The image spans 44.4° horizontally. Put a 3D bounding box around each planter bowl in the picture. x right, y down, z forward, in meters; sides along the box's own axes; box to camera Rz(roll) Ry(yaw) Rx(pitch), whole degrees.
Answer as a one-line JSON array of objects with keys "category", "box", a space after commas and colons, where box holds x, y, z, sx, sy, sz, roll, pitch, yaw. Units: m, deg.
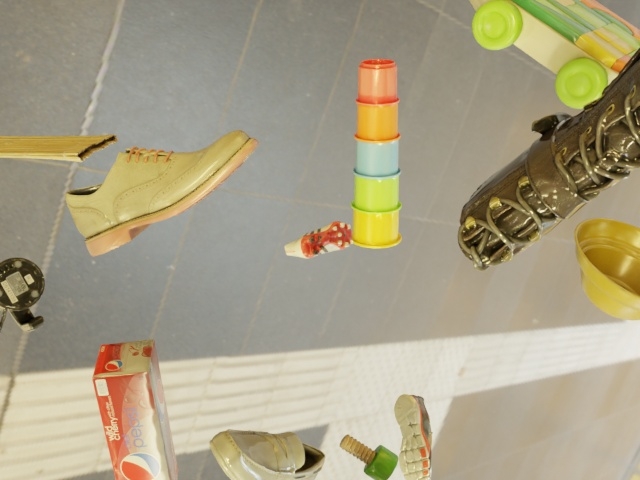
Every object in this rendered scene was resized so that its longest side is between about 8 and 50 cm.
[{"category": "planter bowl", "box": [0.494, 0.064, 1.271, 0.217, 0.217, 0.090, -21, 143, -42]}]

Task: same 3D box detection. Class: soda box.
[{"category": "soda box", "box": [-0.277, 0.285, 1.194, 0.084, 0.092, 0.263, -6, 115, -4]}]

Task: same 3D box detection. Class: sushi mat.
[{"category": "sushi mat", "box": [-0.505, -0.154, 1.279, 0.151, 0.317, 0.019, -60, 149, -67]}]

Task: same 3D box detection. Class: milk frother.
[{"category": "milk frother", "box": [-0.526, 0.100, 1.261, 0.143, 0.135, 0.129, -12, 91, -31]}]

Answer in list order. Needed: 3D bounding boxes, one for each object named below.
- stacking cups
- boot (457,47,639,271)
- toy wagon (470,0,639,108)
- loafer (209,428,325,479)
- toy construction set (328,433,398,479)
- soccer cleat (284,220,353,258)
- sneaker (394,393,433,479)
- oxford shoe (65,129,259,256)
[{"category": "stacking cups", "box": [0.096, -0.150, 1.348, 0.096, 0.096, 0.316, -20, 117, -43]}, {"category": "boot", "box": [0.177, -0.051, 0.472, 0.229, 0.091, 0.263, -40, 180, 28]}, {"category": "toy wagon", "box": [0.345, -0.230, 0.971, 0.267, 0.344, 0.068, -31, 156, -51]}, {"category": "loafer", "box": [-0.086, 0.374, 1.368, 0.111, 0.112, 0.319, -40, 150, 3]}, {"category": "toy construction set", "box": [0.058, 0.383, 0.708, 0.257, 0.237, 0.309, -56, -177, 6]}, {"category": "soccer cleat", "box": [0.000, 0.000, 0.748, 0.083, 0.036, 0.029, -21, 102, -52]}, {"category": "sneaker", "box": [0.169, 0.332, 1.303, 0.065, 0.061, 0.157, 2, 80, -49]}, {"category": "oxford shoe", "box": [-0.298, -0.112, 1.419, 0.146, 0.397, 0.140, 59, 16, -12]}]
